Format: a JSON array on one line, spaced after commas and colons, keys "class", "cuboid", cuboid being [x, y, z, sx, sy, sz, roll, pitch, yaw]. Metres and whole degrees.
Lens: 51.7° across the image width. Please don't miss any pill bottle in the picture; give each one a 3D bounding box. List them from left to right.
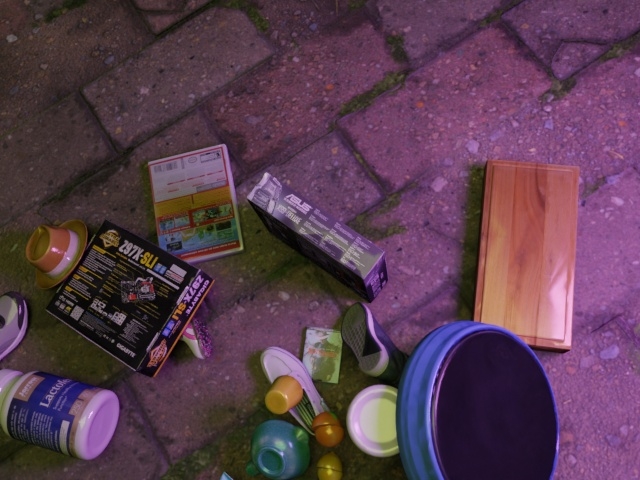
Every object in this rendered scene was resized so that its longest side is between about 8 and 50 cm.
[{"class": "pill bottle", "cuboid": [-0.594, 0.373, 1.445, 0.265, 0.153, 0.153, 12, 75, 10]}, {"class": "pill bottle", "cuboid": [0.126, 0.361, 1.314, 0.131, 0.229, 0.131, -2, 73, 7]}]

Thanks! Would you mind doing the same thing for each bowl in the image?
[{"class": "bowl", "cuboid": [0.312, 0.344, 1.249, 0.391, 0.077, 0.390, 10, 73, -34]}]

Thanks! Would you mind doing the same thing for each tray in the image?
[{"class": "tray", "cuboid": [0.451, 0.028, 1.457, 0.203, 0.076, 0.410, 6, 73, 9]}]

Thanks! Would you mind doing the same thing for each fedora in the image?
[{"class": "fedora", "cuboid": [-0.637, 0.019, 1.562, 0.194, 0.079, 0.194, -20, 50, 26]}]

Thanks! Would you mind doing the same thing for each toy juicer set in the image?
[{"class": "toy juicer set", "cuboid": [-0.055, 0.455, 1.365, 0.209, 0.089, 0.328, 25, 108, 13]}]

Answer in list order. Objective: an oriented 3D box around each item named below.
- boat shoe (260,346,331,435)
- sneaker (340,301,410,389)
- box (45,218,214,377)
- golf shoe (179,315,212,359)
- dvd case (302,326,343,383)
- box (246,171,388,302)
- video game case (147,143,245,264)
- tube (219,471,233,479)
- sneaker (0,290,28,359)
[{"class": "boat shoe", "cuboid": [-0.055, 0.320, 1.422, 0.226, 0.076, 0.083, 45, 99, 17]}, {"class": "sneaker", "cuboid": [0.136, 0.240, 1.431, 0.086, 0.163, 0.226, -47, 30, 16]}, {"class": "box", "cuboid": [-0.438, 0.124, 1.505, 0.322, 0.079, 0.257, 24, 75, 28]}, {"class": "golf shoe", "cuboid": [-0.311, 0.202, 1.509, 0.086, 0.067, 0.186, -35, 62, 2]}, {"class": "dvd case", "cuboid": [0.004, 0.256, 1.476, 0.087, 0.013, 0.119, 6, 73, 9]}, {"class": "box", "cuboid": [0.000, 0.000, 1.436, 0.307, 0.242, 0.076, 35, 80, 16]}, {"class": "video game case", "cuboid": [-0.306, -0.085, 1.615, 0.204, 0.025, 0.285, -13, 72, 3]}, {"class": "tube", "cuboid": [-0.229, 0.588, 1.369, 0.080, 0.052, 0.207, 36, 89, 8]}, {"class": "sneaker", "cuboid": [-0.782, 0.240, 1.536, 0.100, 0.108, 0.271, 26, 77, 16]}]
